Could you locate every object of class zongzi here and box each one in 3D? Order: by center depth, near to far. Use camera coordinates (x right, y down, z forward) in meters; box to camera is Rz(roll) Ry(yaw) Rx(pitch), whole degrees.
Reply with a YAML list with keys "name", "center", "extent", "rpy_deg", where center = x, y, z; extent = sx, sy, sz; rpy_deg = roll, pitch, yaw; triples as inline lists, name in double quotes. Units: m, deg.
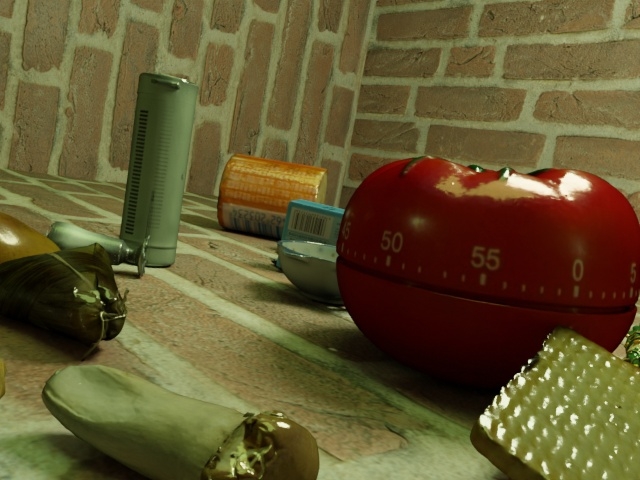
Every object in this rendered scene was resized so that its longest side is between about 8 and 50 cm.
- name: "zongzi"
  center: [-0.303, 0.068, 0.689]
  extent: [0.184, 0.084, 0.187]
  rpy_deg: [-8, 18, -23]

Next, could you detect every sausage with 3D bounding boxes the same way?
- name: "sausage"
  center: [-0.134, -0.118, 1.926]
  extent: [0.287, 0.233, 0.233]
  rpy_deg: [9, 6, 10]

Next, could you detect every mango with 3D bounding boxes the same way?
- name: "mango"
  center: [-0.426, 0.012, 0.883]
  extent: [0.111, 0.089, 0.163]
  rpy_deg: [39, 5, 15]

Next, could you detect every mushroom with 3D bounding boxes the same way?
- name: "mushroom"
  center: [-0.103, 0.132, 0.440]
  extent: [0.209, 0.071, 0.084]
  rpy_deg: [10, 37, 31]

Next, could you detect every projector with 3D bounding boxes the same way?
- name: "projector"
  center: [-0.297, -0.125, 1.193]
  extent: [0.108, 0.337, 0.108]
  rpy_deg: [9, 5, -1]

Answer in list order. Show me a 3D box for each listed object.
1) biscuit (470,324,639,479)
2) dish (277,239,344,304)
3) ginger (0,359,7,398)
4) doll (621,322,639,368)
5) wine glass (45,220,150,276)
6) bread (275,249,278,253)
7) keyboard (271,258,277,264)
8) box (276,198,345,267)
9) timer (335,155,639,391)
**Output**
- name: "biscuit"
  center: [0.239, 0.160, 0.546]
  extent: [0.172, 0.029, 0.254]
  rpy_deg: [33, 29, 25]
- name: "dish"
  center: [0.022, 0.065, 1.153]
  extent: [0.236, 0.086, 0.228]
  rpy_deg: [7, 8, -28]
- name: "ginger"
  center: [-0.313, 0.068, 0.243]
  extent: [0.375, 0.166, 0.236]
  rpy_deg: [0, 2, -32]
- name: "doll"
  center: [0.508, 0.191, 1.028]
  extent: [0.078, 0.077, 0.113]
  rpy_deg: [-17, 17, 41]
- name: "wine glass"
  center: [-0.359, 0.013, 1.065]
  extent: [0.155, 0.072, 0.072]
  rpy_deg: [10, 6, -8]
- name: "bread"
  center: [0.004, 0.025, 1.539]
  extent: [0.192, 0.067, 0.119]
  rpy_deg: [5, -12, -37]
- name: "keyboard"
  center: [-0.008, 0.062, 1.461]
  extent: [0.196, 0.015, 0.074]
  rpy_deg: [6, 7, -25]
- name: "box"
  center: [0.037, 0.009, 1.359]
  extent: [0.232, 0.143, 0.083]
  rpy_deg: [14, 10, 12]
- name: "timer"
  center: [0.207, 0.035, 0.849]
  extent: [0.378, 0.279, 0.378]
  rpy_deg: [8, 7, -1]
